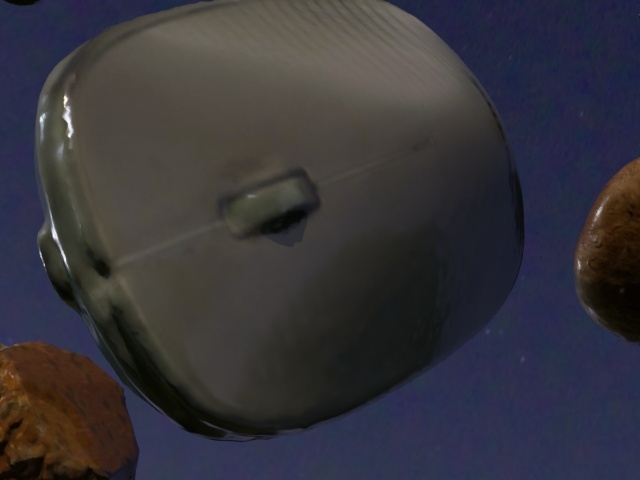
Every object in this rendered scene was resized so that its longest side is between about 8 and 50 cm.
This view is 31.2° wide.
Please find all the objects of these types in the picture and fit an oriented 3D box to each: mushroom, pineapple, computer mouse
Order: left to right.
[{"bbox_3d":[-0.358,0.249,1.145,0.362,0.202,0.202,-35,-72,17],"label":"pineapple"},{"bbox_3d":[0.009,-0.027,0.535,0.095,0.331,0.197,-27,-91,33],"label":"computer mouse"},{"bbox_3d":[0.433,0.014,1.342,0.278,0.146,0.278,-1,-70,-2],"label":"mushroom"}]

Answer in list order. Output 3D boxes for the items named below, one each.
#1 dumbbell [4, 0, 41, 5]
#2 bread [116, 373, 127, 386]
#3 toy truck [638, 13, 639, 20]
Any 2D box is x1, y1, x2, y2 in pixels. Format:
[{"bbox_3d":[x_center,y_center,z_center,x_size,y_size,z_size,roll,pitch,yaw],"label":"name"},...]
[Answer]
[{"bbox_3d":[-0.272,-0.190,0.881,0.082,0.254,0.081,18,-44,18],"label":"dumbbell"},{"bbox_3d":[-0.079,0.021,0.809,0.088,0.232,0.128,36,-61,-20],"label":"bread"},{"bbox_3d":[0.434,-0.235,1.190,0.191,0.116,0.085,8,-46,50],"label":"toy truck"}]
